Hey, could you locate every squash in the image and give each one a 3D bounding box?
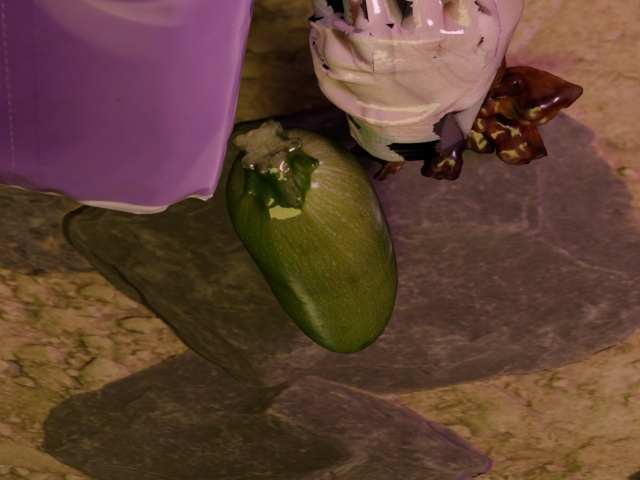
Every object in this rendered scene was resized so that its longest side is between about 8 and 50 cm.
[{"bbox_3d":[0.000,0.000,0.935,0.107,0.107,0.395,-1,162,9],"label":"squash"}]

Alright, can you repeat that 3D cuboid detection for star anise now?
[{"bbox_3d":[0.095,-0.094,0.856,0.167,0.057,0.168,-3,142,-2],"label":"star anise"}]

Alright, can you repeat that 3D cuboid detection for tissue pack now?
[{"bbox_3d":[-0.147,-0.169,0.668,0.242,0.160,0.338,9,148,-5],"label":"tissue pack"}]

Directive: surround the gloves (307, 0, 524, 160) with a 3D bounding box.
[{"bbox_3d":[0.056,-0.144,0.706,0.127,0.111,0.212,10,146,13],"label":"gloves"}]
